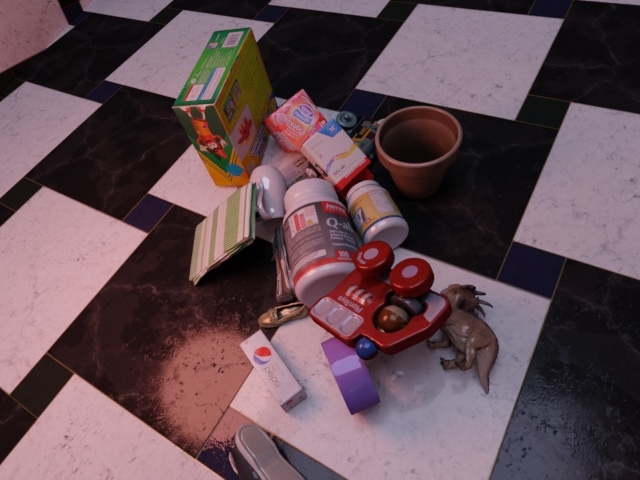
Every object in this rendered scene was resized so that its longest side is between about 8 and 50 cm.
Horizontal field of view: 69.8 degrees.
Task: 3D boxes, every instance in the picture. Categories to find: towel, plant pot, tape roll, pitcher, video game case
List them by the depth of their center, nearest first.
[{"bbox_3d":[0.073,0.325,1.135,0.080,0.189,0.189,-24,53,-2],"label":"tape roll"},{"bbox_3d":[0.313,-0.255,1.462,0.263,0.229,0.263,-7,54,9],"label":"plant pot"},{"bbox_3d":[-0.312,-0.025,1.464,0.325,0.038,0.248,-35,44,34],"label":"towel"},{"bbox_3d":[-0.174,-0.147,1.502,0.125,0.178,0.207,-16,72,10],"label":"pitcher"},{"bbox_3d":[-0.075,-0.198,1.634,0.227,0.026,0.206,-37,59,-14],"label":"video game case"}]

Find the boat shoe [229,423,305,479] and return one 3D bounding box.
[{"bbox_3d":[-0.110,0.573,1.069,0.114,0.091,0.302,0,37,-44],"label":"boat shoe"}]

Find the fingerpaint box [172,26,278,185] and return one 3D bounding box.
[{"bbox_3d":[-0.323,-0.484,1.680,0.163,0.371,0.445,1,55,16],"label":"fingerpaint box"}]

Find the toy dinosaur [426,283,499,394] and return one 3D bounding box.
[{"bbox_3d":[0.383,0.227,1.178,0.200,0.127,0.296,-25,59,-13],"label":"toy dinosaur"}]

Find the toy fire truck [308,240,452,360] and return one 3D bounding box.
[{"bbox_3d":[0.142,0.161,1.089,0.254,0.169,0.302,-43,39,-17],"label":"toy fire truck"}]

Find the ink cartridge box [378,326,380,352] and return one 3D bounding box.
[{"bbox_3d":[0.166,0.232,1.256,0.150,0.063,0.109,-30,54,-8],"label":"ink cartridge box"}]

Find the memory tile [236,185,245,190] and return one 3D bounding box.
[{"bbox_3d":[-0.260,-0.176,1.678,0.113,0.012,0.148,3,57,16],"label":"memory tile"}]

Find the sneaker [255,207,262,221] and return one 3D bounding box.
[{"bbox_3d":[-0.261,-0.087,1.587,0.161,0.057,0.075,-13,48,1],"label":"sneaker"}]

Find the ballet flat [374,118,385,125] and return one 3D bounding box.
[{"bbox_3d":[0.270,-0.433,1.707,0.168,0.052,0.057,-11,54,6],"label":"ballet flat"}]

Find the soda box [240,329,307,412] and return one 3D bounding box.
[{"bbox_3d":[-0.129,0.350,1.241,0.074,0.069,0.216,-35,56,-13],"label":"soda box"}]

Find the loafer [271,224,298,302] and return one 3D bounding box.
[{"bbox_3d":[-0.122,0.069,1.425,0.084,0.096,0.267,-22,56,9],"label":"loafer"}]

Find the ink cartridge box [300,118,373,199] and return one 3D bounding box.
[{"bbox_3d":[0.062,-0.252,1.461,0.134,0.078,0.231,-44,95,-9],"label":"ink cartridge box"}]

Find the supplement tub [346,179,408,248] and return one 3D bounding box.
[{"bbox_3d":[0.170,-0.076,1.423,0.144,0.144,0.200,-22,53,-2],"label":"supplement tub"}]

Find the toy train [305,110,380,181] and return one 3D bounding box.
[{"bbox_3d":[0.090,-0.316,1.602,0.190,0.142,0.334,30,60,12],"label":"toy train"}]

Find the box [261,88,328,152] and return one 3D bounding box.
[{"bbox_3d":[-0.096,-0.411,1.616,0.142,0.154,0.300,-41,16,-4],"label":"box"}]

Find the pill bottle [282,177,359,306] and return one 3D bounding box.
[{"bbox_3d":[0.000,0.000,1.368,0.210,0.210,0.363,-16,54,2],"label":"pill bottle"}]

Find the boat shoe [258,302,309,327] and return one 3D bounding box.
[{"bbox_3d":[-0.111,0.214,1.344,0.153,0.048,0.056,-12,53,5],"label":"boat shoe"}]
